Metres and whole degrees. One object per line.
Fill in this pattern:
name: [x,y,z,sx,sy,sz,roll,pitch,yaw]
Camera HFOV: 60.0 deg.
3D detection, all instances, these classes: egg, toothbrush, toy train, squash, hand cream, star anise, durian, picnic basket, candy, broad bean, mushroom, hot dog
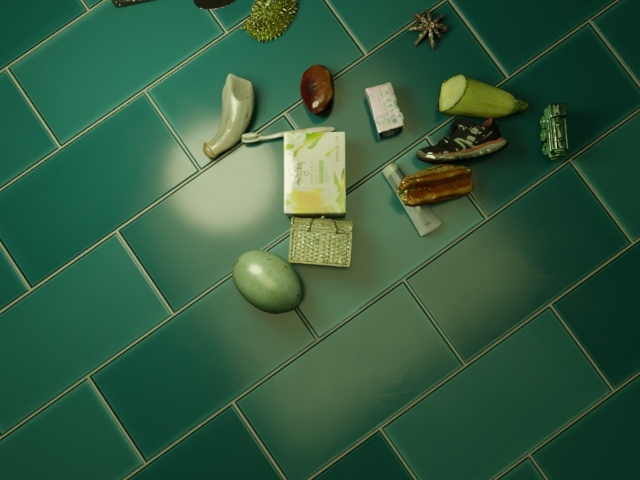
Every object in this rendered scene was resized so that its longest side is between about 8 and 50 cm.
egg: [-0.161,0.127,1.696,0.236,0.169,0.169,39,87,6]
toothbrush: [-0.103,-0.347,1.789,0.306,0.030,0.025,-8,61,-6]
toy train: [0.740,-0.342,1.750,0.071,0.111,0.171,-4,85,5]
squash: [0.526,-0.442,1.751,0.287,0.137,0.138,11,86,0]
hand cream: [0.289,-0.134,1.773,0.079,0.048,0.255,-34,89,3]
star anise: [0.352,-0.698,1.816,0.140,0.042,0.141,0,84,1]
durian: [-0.160,-0.747,1.802,0.137,0.095,0.221,37,93,4]
picnic basket: [0.000,0.000,1.723,0.196,0.134,0.154,5,89,1]
candy: [0.208,-0.419,1.781,0.092,0.073,0.160,-16,86,4]
broad bean: [-0.009,-0.485,1.784,0.114,0.084,0.165,-16,80,4]
mushroom: [-0.286,-0.384,1.773,0.117,0.103,0.270,20,92,2]
hot dog: [0.359,-0.176,1.730,0.268,0.072,0.115,-10,107,-19]

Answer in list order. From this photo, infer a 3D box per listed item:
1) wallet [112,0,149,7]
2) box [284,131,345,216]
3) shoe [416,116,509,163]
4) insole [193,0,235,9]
wallet: [-0.568,-0.871,1.848,0.285,0.030,0.146,-12,89,1]
box: [-0.016,-0.205,1.750,0.194,0.111,0.261,-1,88,2]
shoe: [0.443,-0.319,1.748,0.290,0.114,0.137,-13,91,-3]
insole: [-0.276,-0.860,1.854,0.322,0.007,0.109,-27,88,-2]
